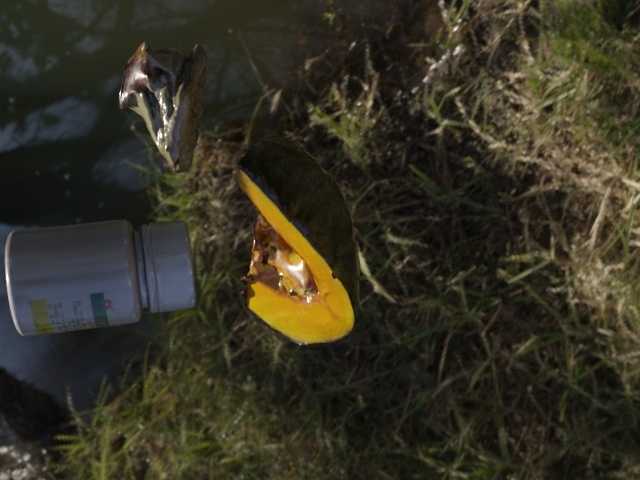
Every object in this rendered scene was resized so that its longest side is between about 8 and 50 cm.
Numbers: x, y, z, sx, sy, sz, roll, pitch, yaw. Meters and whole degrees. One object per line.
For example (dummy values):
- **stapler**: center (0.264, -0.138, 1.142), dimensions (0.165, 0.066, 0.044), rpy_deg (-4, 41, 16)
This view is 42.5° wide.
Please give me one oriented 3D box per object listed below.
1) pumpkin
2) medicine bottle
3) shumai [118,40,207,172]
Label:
- **pumpkin**: center (0.000, 0.000, 1.000), dimensions (0.169, 0.148, 0.312), rpy_deg (26, 150, 15)
- **medicine bottle**: center (-0.423, 0.066, 1.609), dimensions (0.339, 0.208, 0.208), rpy_deg (-6, 126, -12)
- **shumai**: center (-0.236, -0.203, 1.219), dimensions (0.120, 0.201, 0.201), rpy_deg (9, 129, -6)
